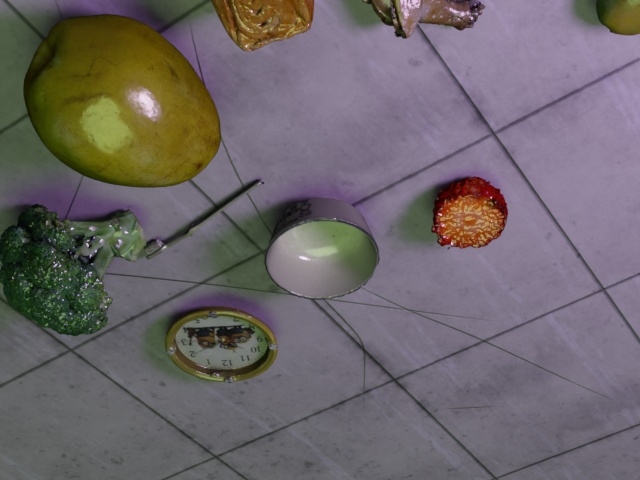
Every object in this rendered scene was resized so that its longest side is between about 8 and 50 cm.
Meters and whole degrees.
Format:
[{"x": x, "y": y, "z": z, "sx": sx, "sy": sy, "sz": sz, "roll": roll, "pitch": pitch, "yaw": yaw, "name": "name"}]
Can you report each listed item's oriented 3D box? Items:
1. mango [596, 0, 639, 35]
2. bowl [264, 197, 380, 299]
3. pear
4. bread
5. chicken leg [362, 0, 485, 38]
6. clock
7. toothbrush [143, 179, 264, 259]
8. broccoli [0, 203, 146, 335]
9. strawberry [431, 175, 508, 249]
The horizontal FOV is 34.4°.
[{"x": 0.514, "y": -0.386, "z": 1.578, "sx": 0.191, "sy": 0.085, "sz": 0.122, "roll": -29, "pitch": 126, "yaw": 24, "name": "mango"}, {"x": 0.000, "y": 0.000, "z": 1.908, "sx": 0.211, "sy": 0.112, "sz": 0.211, "roll": -2, "pitch": 135, "yaw": -2, "name": "bowl"}, {"x": -0.304, "y": -0.209, "z": 1.601, "sx": 0.307, "sy": 0.253, "sz": 0.253, "roll": 24, "pitch": 130, "yaw": -39, "name": "pear"}, {"x": -0.089, "y": -0.382, "z": 1.510, "sx": 0.149, "sy": 0.143, "sz": 0.158, "roll": -19, "pitch": 129, "yaw": 15, "name": "bread"}, {"x": 0.153, "y": -0.364, "z": 1.587, "sx": 0.196, "sy": 0.080, "sz": 0.125, "roll": 32, "pitch": 112, "yaw": -31, "name": "chicken leg"}, {"x": -0.204, "y": 0.205, "z": 2.138, "sx": 0.237, "sy": 0.057, "sz": 0.237, "roll": 0, "pitch": 135, "yaw": 0, "name": "clock"}, {"x": -0.219, "y": -0.037, "z": 1.919, "sx": 0.294, "sy": 0.026, "sz": 0.028, "roll": -28, "pitch": 114, "yaw": 23, "name": "toothbrush"}, {"x": -0.445, "y": 0.038, "z": 1.863, "sx": 0.270, "sy": 0.270, "sz": 0.270, "roll": -33, "pitch": 137, "yaw": -18, "name": "broccoli"}, {"x": 0.271, "y": -0.052, "z": 1.890, "sx": 0.145, "sy": 0.086, "sz": 0.145, "roll": -3, "pitch": 134, "yaw": -3, "name": "strawberry"}]
